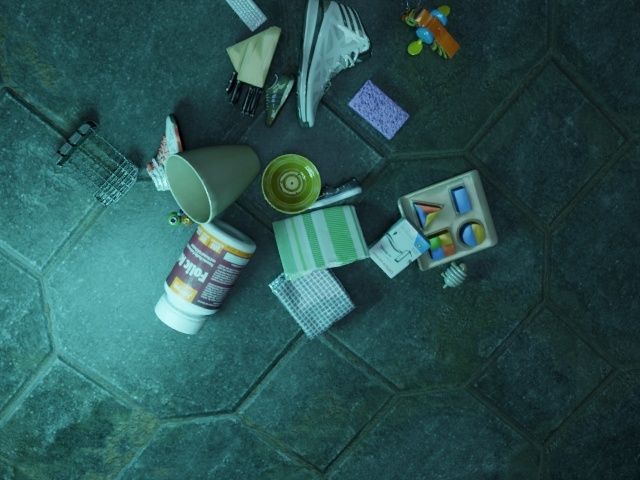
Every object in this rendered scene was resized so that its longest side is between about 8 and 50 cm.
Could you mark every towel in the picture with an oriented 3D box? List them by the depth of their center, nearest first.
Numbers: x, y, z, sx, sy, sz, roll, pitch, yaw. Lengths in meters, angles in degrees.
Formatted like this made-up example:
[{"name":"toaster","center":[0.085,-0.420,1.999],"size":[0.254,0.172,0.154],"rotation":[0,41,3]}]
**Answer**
[{"name":"towel","center":[0.000,0.000,1.843],"size":[0.325,0.038,0.247],"rotation":[-15,68,-2]},{"name":"towel","center":[-0.030,0.214,1.894],"size":[0.235,0.121,0.283],"rotation":[-37,102,1]}]

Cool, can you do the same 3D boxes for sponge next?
[{"name":"sponge","center":[0.219,-0.490,1.828],"size":[0.210,0.031,0.117],"rotation":[38,95,-11]}]

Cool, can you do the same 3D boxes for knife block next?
[{"name":"knife block","center":[-0.221,-0.590,1.735],"size":[0.276,0.088,0.242],"rotation":[-26,103,-1]}]

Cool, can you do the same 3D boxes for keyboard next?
[{"name":"keyboard","center":[-0.300,-0.862,1.712],"size":[0.072,0.014,0.256],"rotation":[-41,102,3]}]

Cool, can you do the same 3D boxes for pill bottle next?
[{"name":"pill bottle","center":[-0.426,0.128,1.783],"size":[0.224,0.224,0.392],"rotation":[31,96,-11]}]

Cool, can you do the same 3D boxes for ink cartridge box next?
[{"name":"ink cartridge box","center":[0.300,0.025,1.878],"size":[0.203,0.086,0.148],"rotation":[-43,95,18]}]

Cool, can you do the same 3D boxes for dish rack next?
[{"name":"dish rack","center":[-0.798,-0.271,1.749],"size":[0.271,0.074,0.208],"rotation":[44,95,-13]}]

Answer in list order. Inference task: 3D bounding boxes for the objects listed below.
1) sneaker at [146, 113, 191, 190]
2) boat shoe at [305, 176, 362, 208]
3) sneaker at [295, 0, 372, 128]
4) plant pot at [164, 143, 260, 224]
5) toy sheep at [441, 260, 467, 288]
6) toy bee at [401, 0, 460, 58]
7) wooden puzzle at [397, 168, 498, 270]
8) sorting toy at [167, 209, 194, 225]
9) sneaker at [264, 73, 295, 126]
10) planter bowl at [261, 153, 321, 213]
[{"name":"sneaker","center":[-0.561,-0.311,1.753],"size":[0.145,0.090,0.270],"rotation":[-11,104,-6]},{"name":"boat shoe","center":[0.043,-0.183,1.848],"size":[0.229,0.080,0.076],"rotation":[-19,94,-2]},{"name":"sneaker","center":[0.050,-0.612,1.717],"size":[0.258,0.169,0.447],"rotation":[6,98,-5]},{"name":"plant pot","center":[-0.355,-0.231,1.704],"size":[0.274,0.256,0.256],"rotation":[-35,105,-35]},{"name":"toy sheep","center":[0.538,0.142,1.958],"size":[0.091,0.091,0.132],"rotation":[36,109,-11]},{"name":"toy bee","center":[0.376,-0.785,1.744],"size":[0.195,0.162,0.298],"rotation":[-35,127,-7]},{"name":"wooden puzzle","center":[0.512,-0.074,1.913],"size":[0.348,0.080,0.322],"rotation":[-21,102,-2]},{"name":"sorting toy","center":[-0.526,-0.081,1.825],"size":[0.102,0.042,0.061],"rotation":[-3,101,-5]},{"name":"sneaker","center":[-0.171,-0.516,1.771],"size":[0.086,0.064,0.192],"rotation":[30,96,-3]},{"name":"planter bowl","center":[-0.107,-0.212,1.816],"size":[0.217,0.090,0.217],"rotation":[0,99,-1]}]
